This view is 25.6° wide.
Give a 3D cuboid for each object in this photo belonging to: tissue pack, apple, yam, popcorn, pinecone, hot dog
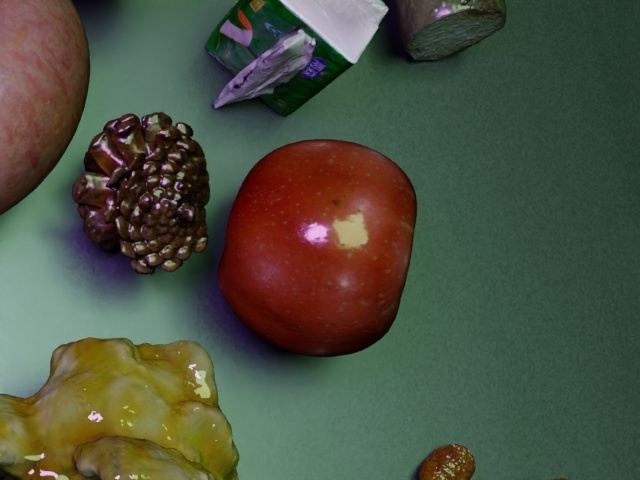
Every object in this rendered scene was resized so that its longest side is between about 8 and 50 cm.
[{"bbox_3d":[-0.046,-0.242,1.732,0.148,0.209,0.156,38,63,-12],"label":"tissue pack"},{"bbox_3d":[0.000,0.000,1.648,0.217,0.260,0.260,15,66,1],"label":"apple"},{"bbox_3d":[0.163,-0.389,1.915,0.161,0.161,0.268,2,73,-27],"label":"yam"},{"bbox_3d":[-0.197,0.245,1.423,0.290,0.325,0.321,-37,86,-30],"label":"popcorn"},{"bbox_3d":[-0.199,-0.061,1.612,0.150,0.195,0.179,-3,114,2],"label":"pinecone"},{"bbox_3d":[-0.401,-0.179,1.492,0.345,0.269,0.344,8,70,-24],"label":"apple"},{"bbox_3d":[0.156,0.291,1.757,0.083,0.035,0.058,-38,93,-32],"label":"hot dog"}]

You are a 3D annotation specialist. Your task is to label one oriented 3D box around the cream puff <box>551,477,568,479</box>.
[{"bbox_3d":[0.299,0.353,1.777,0.122,0.094,0.116,-31,119,-17],"label":"cream puff"}]
